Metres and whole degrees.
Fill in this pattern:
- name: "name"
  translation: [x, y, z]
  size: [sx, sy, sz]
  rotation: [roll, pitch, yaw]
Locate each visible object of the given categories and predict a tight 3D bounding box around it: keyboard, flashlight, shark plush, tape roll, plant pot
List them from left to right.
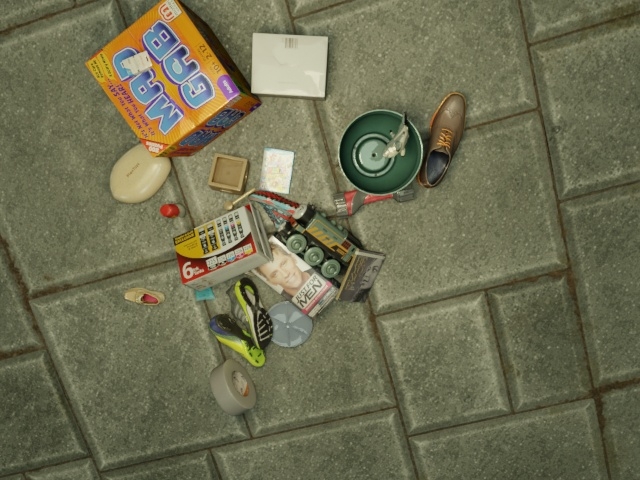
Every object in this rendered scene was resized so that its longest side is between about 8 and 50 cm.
- name: "tape roll"
  translation: [-0.356, 0.602, 1.853]
  size: [0.072, 0.219, 0.219]
  rotation: [-32, 98, 10]
- name: "keyboard"
  translation: [-0.226, -0.033, 1.721]
  size: [0.014, 0.072, 0.255]
  rotation: [-28, 58, 11]
- name: "flashlight"
  translation: [0.203, -0.160, 1.735]
  size: [0.304, 0.103, 0.103]
  rotation: [-10, 127, 4]
- name: "plant pot"
  translation: [0.205, -0.316, 1.650]
  size: [0.293, 0.196, 0.292]
  rotation: [0, 99, -1]
- name: "shark plush"
  translation: [0.258, -0.356, 1.521]
  size: [0.067, 0.073, 0.161]
  rotation: [20, 104, 27]

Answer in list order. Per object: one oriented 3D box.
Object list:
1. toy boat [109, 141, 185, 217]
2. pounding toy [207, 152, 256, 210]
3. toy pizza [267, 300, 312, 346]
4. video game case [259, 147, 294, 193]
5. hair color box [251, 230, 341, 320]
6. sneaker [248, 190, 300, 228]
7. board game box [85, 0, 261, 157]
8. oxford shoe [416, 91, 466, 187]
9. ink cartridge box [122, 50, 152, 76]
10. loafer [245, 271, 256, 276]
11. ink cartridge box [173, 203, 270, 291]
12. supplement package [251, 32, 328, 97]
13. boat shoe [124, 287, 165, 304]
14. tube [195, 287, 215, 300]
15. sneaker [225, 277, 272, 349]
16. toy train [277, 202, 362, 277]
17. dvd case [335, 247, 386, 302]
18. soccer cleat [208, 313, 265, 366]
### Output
- name: "toy boat"
  translation: [-0.659, -0.207, 1.764]
  size: [0.267, 0.148, 0.318]
  rotation: [-41, 89, 5]
- name: "pounding toy"
  translation: [-0.331, -0.208, 1.735]
  size: [0.181, 0.094, 0.205]
  rotation: [11, 82, 0]
- name: "toy pizza"
  translation: [-0.134, 0.347, 1.886]
  size: [0.202, 0.032, 0.201]
  rotation: [0, 101, 2]
- name: "video game case"
  translation: [-0.171, -0.273, 1.775]
  size: [0.119, 0.015, 0.166]
  rotation: [9, 101, 2]
- name: "hair color box"
  translation: [-0.103, 0.142, 1.807]
  size: [0.347, 0.105, 0.174]
  rotation: [39, 100, -4]
- name: "sneaker"
  translation: [-0.169, -0.106, 1.764]
  size: [0.262, 0.104, 0.125]
  rotation: [23, 103, -1]
- name: "board game box"
  translation: [-0.477, -0.535, 1.566]
  size: [0.356, 0.356, 0.356]
  rotation: [-33, 97, 10]
- name: "oxford shoe"
  translation: [0.460, -0.363, 1.661]
  size: [0.130, 0.132, 0.363]
  rotation: [14, 101, 1]
- name: "ink cartridge box"
  translation: [-0.550, -0.536, 1.372]
  size: [0.083, 0.028, 0.048]
  rotation: [-19, 100, 8]
- name: "loafer"
  translation: [-0.314, 0.108, 1.845]
  size: [0.125, 0.045, 0.039]
  rotation: [22, 95, 1]
- name: "ink cartridge box"
  translation: [-0.387, 0.006, 1.725]
  size: [0.310, 0.130, 0.271]
  rotation: [-24, 66, 7]
- name: "supplement package"
  translation: [-0.106, -0.623, 1.636]
  size: [0.262, 0.145, 0.203]
  rotation: [4, 102, 2]
- name: "boat shoe"
  translation: [-0.740, 0.236, 1.884]
  size: [0.170, 0.059, 0.062]
  rotation: [4, 101, 2]
- name: "tube"
  translation: [-0.495, 0.151, 1.862]
  size: [0.080, 0.052, 0.206]
  rotation: [-6, 105, 11]
- name: "sneaker"
  translation: [-0.292, 0.304, 1.849]
  size: [0.121, 0.111, 0.299]
  rotation: [-22, 86, 38]
- name: "toy train"
  translation: [0.000, 0.000, 1.727]
  size: [0.334, 0.142, 0.190]
  rotation: [37, 97, -25]
- name: "dvd case"
  translation: [0.161, 0.142, 1.783]
  size: [0.165, 0.018, 0.221]
  rotation: [12, 105, -42]
- name: "soccer cleat"
  translation: [-0.350, 0.422, 1.899]
  size: [0.289, 0.093, 0.121]
  rotation: [46, 130, -10]
